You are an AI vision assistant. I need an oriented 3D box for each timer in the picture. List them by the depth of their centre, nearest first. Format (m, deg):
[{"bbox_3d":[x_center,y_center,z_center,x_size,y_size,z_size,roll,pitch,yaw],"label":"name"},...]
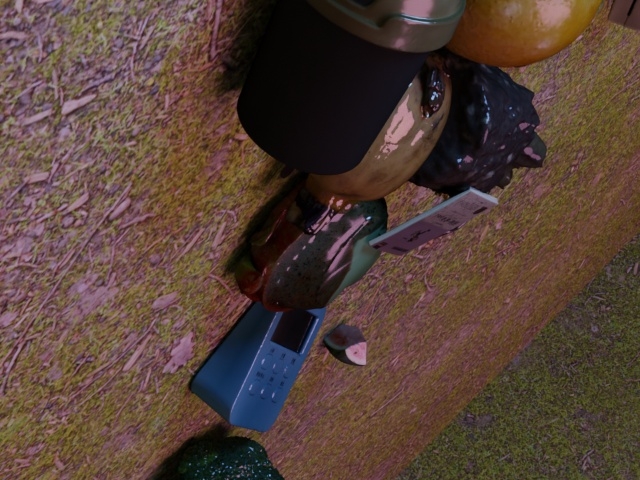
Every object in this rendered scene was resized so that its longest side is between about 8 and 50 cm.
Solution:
[{"bbox_3d":[-0.082,0.190,2.183,0.250,0.091,0.232,-54,158,0],"label":"timer"}]

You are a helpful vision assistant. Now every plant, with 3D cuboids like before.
[{"bbox_3d":[0.219,-0.181,1.983,0.312,0.215,0.213,-3,133,-56],"label":"plant"}]

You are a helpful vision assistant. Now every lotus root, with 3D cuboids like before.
[{"bbox_3d":[0.057,-0.140,1.794,0.310,0.183,0.183,-58,158,18],"label":"lotus root"}]

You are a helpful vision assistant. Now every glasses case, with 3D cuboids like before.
[{"bbox_3d":[0.570,-0.474,2.281,0.313,0.070,0.131,47,64,-81],"label":"glasses case"}]

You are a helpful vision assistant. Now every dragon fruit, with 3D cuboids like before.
[{"bbox_3d":[0.000,0.000,1.985,0.295,0.130,0.268,-42,153,-19],"label":"dragon fruit"}]

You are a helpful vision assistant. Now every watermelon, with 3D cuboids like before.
[{"bbox_3d":[0.058,0.204,2.482,0.072,0.084,0.092,-42,139,3],"label":"watermelon"}]

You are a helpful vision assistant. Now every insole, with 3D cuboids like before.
[{"bbox_3d":[-0.012,-0.141,1.886,0.135,0.002,0.045,-47,158,-7],"label":"insole"}]

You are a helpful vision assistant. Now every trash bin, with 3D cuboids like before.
[{"bbox_3d":[0.038,-0.254,1.523,0.214,0.214,0.333,-27,157,-46],"label":"trash bin"}]

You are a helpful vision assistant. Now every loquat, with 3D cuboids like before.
[{"bbox_3d":[0.243,-0.348,1.691,0.263,0.263,0.263,-42,157,-22],"label":"loquat"}]

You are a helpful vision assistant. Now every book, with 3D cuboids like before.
[{"bbox_3d":[0.171,-0.027,1.965,0.182,0.014,0.127,-29,162,20],"label":"book"}]

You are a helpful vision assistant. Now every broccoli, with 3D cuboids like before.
[{"bbox_3d":[-0.182,0.480,2.306,0.245,0.265,0.294,-31,-155,36],"label":"broccoli"}]

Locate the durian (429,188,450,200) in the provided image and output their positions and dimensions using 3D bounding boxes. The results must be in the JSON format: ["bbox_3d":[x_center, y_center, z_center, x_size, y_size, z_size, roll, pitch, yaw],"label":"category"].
[{"bbox_3d":[0.213,-0.159,2.217,0.108,0.119,0.186,15,105,-26],"label":"durian"}]

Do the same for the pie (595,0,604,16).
[{"bbox_3d":[0.407,-0.425,2.166,0.323,0.070,0.323,-40,157,-21],"label":"pie"}]

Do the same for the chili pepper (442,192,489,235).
[{"bbox_3d":[0.283,-0.113,2.437,0.122,0.065,0.278,-38,160,-38],"label":"chili pepper"}]
